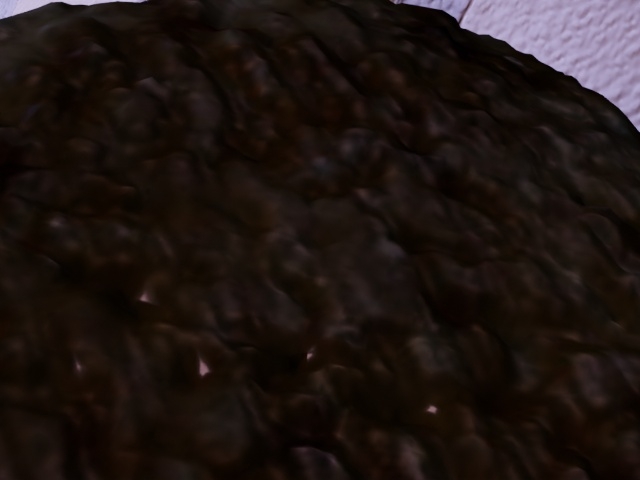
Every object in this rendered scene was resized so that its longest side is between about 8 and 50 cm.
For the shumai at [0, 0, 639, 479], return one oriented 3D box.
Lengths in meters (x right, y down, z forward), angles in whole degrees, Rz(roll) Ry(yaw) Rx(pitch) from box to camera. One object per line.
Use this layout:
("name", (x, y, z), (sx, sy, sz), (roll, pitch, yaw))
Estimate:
("shumai", (-0.047, 0.126, 0.520), (0.395, 0.395, 0.348), (-106, 25, -44))
